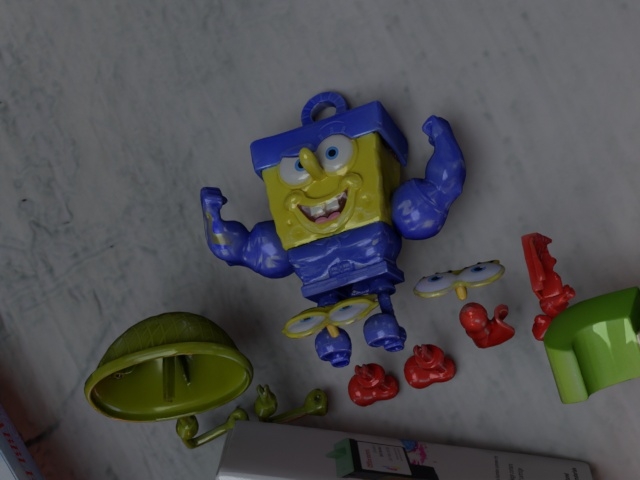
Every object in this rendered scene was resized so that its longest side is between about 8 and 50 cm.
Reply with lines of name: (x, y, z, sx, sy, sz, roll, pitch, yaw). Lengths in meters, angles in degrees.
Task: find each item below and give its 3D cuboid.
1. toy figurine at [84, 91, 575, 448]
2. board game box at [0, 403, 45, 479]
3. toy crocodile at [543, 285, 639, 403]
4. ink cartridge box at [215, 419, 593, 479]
toy figurine: (0.000, 0.000, 1.196, 0.362, 0.191, 0.217, -17, 66, 20)
board game box: (-0.393, 0.229, 1.301, 0.318, 0.066, 0.318, -36, 70, 4)
toy crocodile: (0.317, 0.061, 1.028, 0.340, 0.105, 0.115, -1, 105, 20)
ink cartridge box: (0.053, 0.259, 1.175, 0.278, 0.117, 0.201, 7, 103, 3)
